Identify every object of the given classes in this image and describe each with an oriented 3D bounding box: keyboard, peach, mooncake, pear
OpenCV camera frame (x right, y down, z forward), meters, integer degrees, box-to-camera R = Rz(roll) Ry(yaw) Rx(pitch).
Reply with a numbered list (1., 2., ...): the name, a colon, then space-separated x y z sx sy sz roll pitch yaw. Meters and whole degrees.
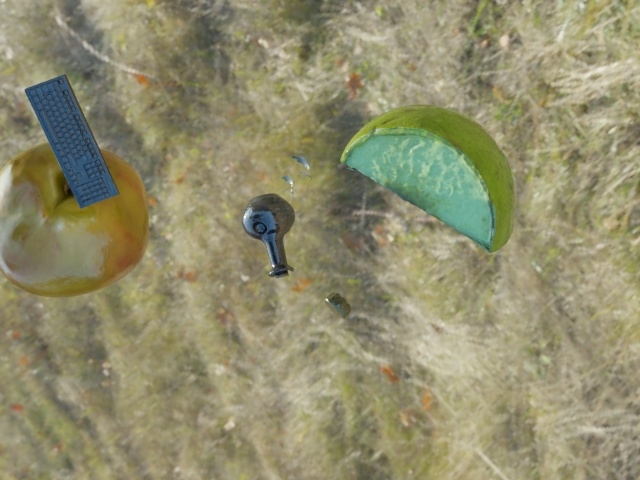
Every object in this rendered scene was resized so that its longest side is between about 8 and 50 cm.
1. keyboard: -0.367 -0.145 1.346 0.011 0.067 0.202 -123 13 -60
2. peach: -0.453 -0.030 1.623 0.289 0.289 0.308 47 144 13
3. mooncake: -0.009 0.007 1.765 0.150 0.057 0.347 28 140 31
4. pear: 0.213 -0.136 1.421 0.288 0.239 0.139 33 119 16

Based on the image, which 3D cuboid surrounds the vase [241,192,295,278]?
1. vase: -0.103 -0.007 1.976 0.120 0.120 0.183 -39 63 62
